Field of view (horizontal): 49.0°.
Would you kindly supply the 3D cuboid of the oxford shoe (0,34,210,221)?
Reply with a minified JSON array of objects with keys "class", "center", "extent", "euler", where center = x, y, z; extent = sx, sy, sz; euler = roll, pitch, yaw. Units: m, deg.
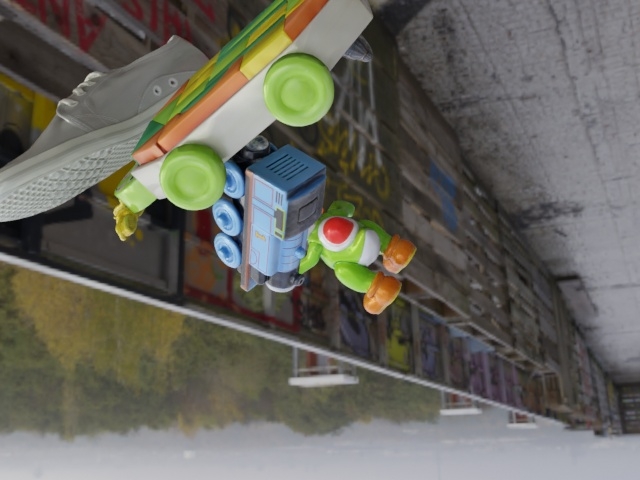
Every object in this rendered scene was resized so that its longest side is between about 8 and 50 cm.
[{"class":"oxford shoe","center":[-0.329,-0.176,1.048],"extent":[0.449,0.130,0.169],"euler":[-43,-173,-35]}]

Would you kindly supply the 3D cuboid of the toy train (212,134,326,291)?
[{"class":"toy train","center":[-0.055,-0.021,0.735],"extent":[0.080,0.105,0.184],"euler":[-34,146,-38]}]

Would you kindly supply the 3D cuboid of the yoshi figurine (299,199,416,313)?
[{"class":"yoshi figurine","center":[-0.005,0.002,1.441],"extent":[0.362,0.203,0.203],"euler":[30,-161,-6]}]

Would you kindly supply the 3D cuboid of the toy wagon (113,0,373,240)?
[{"class":"toy wagon","center":[-0.097,-0.127,0.686],"extent":[0.344,0.267,0.068],"euler":[-36,113,18]}]

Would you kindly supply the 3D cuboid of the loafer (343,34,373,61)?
[{"class":"loafer","center":[0.059,-0.369,1.335],"extent":[0.061,0.170,0.062],"euler":[31,111,-16]}]
